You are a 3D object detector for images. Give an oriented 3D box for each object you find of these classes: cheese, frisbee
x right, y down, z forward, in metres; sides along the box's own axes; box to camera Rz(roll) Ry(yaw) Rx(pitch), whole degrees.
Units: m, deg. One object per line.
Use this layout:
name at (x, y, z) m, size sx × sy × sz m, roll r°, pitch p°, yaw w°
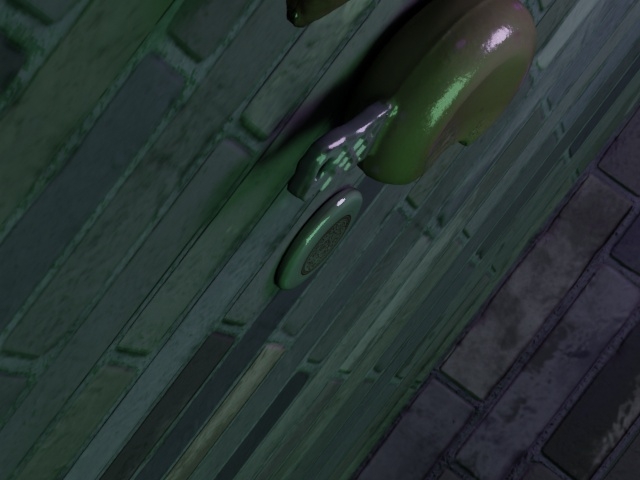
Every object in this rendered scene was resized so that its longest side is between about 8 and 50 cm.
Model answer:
cheese at (0.063, -0.101, 1.299) m, size 0.286 × 0.082 × 0.163 m, roll -36°, pitch 159°, yaw -44°
frisbee at (0.000, 0.000, 1.484) m, size 0.110 × 0.014 × 0.110 m, roll -49°, pitch 167°, yaw -15°

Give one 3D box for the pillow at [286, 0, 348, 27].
pillow at (0.063, -0.241, 0.904) m, size 0.236 × 0.084 × 0.223 m, roll -42°, pitch 165°, yaw -25°
